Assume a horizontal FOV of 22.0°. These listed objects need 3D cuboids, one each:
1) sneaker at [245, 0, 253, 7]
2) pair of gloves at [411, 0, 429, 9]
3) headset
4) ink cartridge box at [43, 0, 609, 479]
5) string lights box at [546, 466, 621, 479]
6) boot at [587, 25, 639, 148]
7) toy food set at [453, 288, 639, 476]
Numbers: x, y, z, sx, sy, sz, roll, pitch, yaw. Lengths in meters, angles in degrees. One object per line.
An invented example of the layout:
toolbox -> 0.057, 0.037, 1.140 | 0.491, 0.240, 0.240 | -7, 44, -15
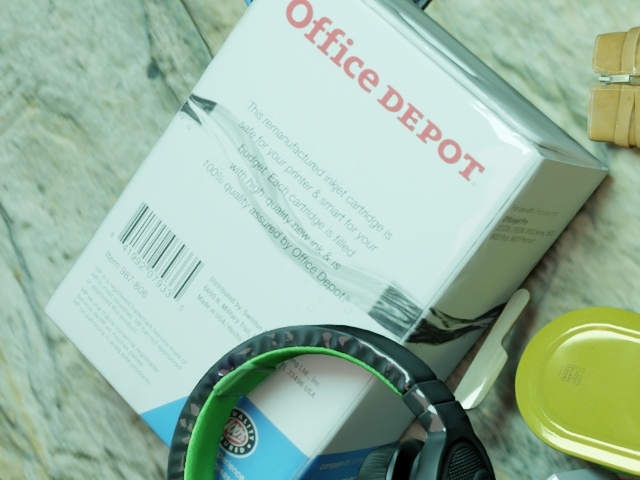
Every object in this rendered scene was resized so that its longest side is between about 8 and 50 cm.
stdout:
sneaker -> 0.009, -0.262, 1.453 | 0.078, 0.067, 0.188 | 48, 114, 21
pair of gloves -> 0.066, -0.234, 1.447 | 0.083, 0.010, 0.074 | 42, 108, 22
headset -> 0.029, 0.243, 1.180 | 0.243, 0.185, 0.394 | -42, 73, 20
ink cartridge box -> 0.000, 0.000, 1.373 | 0.285, 0.166, 0.395 | 44, 108, 24
string lights box -> 0.134, 0.288, 1.299 | 0.260, 0.133, 0.076 | -43, 68, 18
boot -> 0.282, -0.080, 1.288 | 0.152, 0.073, 0.197 | 1, 74, 27
toy food set -> 0.229, 0.124, 1.307 | 0.218, 0.071, 0.128 | 16, 70, 26
